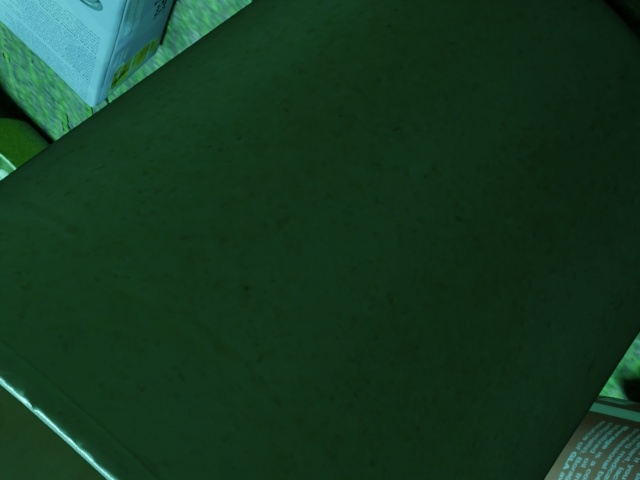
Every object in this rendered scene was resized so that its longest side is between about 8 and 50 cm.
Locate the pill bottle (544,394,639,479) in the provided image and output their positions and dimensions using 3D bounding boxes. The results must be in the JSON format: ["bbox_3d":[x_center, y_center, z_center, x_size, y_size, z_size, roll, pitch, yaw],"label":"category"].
[{"bbox_3d":[0.198,0.154,1.048,0.121,0.121,0.216,51,161,-21],"label":"pill bottle"}]

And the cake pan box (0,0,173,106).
[{"bbox_3d":[-0.196,-0.220,1.156,0.267,0.070,0.246,43,160,3],"label":"cake pan box"}]

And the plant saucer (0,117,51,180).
[{"bbox_3d":[-0.227,-0.027,1.684,0.188,0.045,0.188,44,162,-1],"label":"plant saucer"}]

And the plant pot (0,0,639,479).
[{"bbox_3d":[0.002,0.025,0.884,0.334,0.305,0.334,39,162,15],"label":"plant pot"}]
